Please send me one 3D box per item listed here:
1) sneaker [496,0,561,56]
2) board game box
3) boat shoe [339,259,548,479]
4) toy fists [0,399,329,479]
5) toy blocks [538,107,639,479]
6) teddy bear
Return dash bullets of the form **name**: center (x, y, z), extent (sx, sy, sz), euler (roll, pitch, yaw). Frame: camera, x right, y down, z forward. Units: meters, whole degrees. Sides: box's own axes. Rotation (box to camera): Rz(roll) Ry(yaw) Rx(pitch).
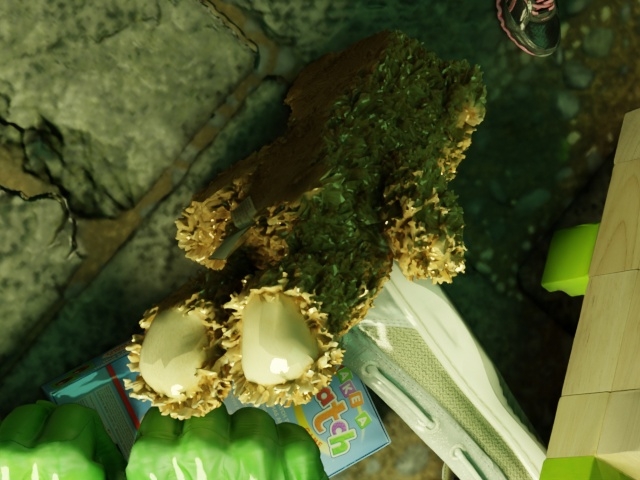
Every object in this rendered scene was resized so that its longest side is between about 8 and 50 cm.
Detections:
- **sneaker**: center (0.159, -0.195, 1.451), extent (0.047, 0.057, 0.119), euler (-20, 103, -19)
- **board game box**: center (-0.073, 0.127, 1.408), extent (0.211, 0.039, 0.160), euler (-28, 104, -14)
- **boat shoe**: center (0.099, 0.144, 1.427), extent (0.103, 0.118, 0.320), euler (-32, 118, -1)
- **toy fists**: center (-0.130, 0.172, 1.308), extent (0.279, 0.096, 0.142), euler (-2, 124, 11)
- **toy blocks**: center (0.317, 0.079, 1.446), extent (0.261, 0.190, 0.381), euler (33, 62, -32)
- **teddy bear**: center (0.000, 0.000, 1.311), extent (0.245, 0.338, 0.113), euler (-26, 116, 27)
